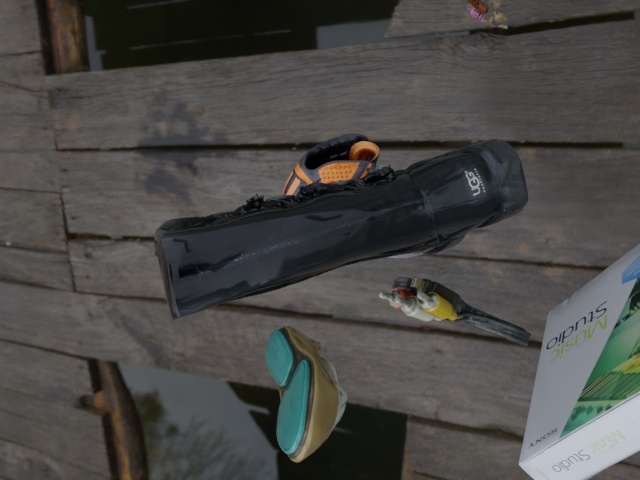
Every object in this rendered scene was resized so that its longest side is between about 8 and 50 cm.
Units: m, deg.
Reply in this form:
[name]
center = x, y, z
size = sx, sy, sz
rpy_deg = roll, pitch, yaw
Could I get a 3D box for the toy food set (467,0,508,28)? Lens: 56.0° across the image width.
[toy food set]
center = 0.294, -0.416, 1.079
size = 0.078, 0.122, 0.019
rpy_deg = 30, 88, 35

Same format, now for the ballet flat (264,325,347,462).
[ballet flat]
center = -0.008, 0.150, 0.623
size = 0.073, 0.232, 0.080
rpy_deg = 22, 101, -15

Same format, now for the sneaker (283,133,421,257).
[sneaker]
center = 0.100, -0.080, 1.085
size = 0.321, 0.124, 0.180
rpy_deg = 11, 128, -18

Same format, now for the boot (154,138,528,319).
[boot]
center = 0.000, -0.001, 0.839
size = 0.367, 0.445, 0.146
rpy_deg = 133, 116, -73

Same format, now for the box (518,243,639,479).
[box]
center = 0.349, 0.117, 0.694
size = 0.058, 0.322, 0.232
rpy_deg = 41, 125, 2

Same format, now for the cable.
[cable]
center = 0.224, 0.133, 1.026
size = 0.139, 0.287, 0.072
rpy_deg = -2, 62, 59
